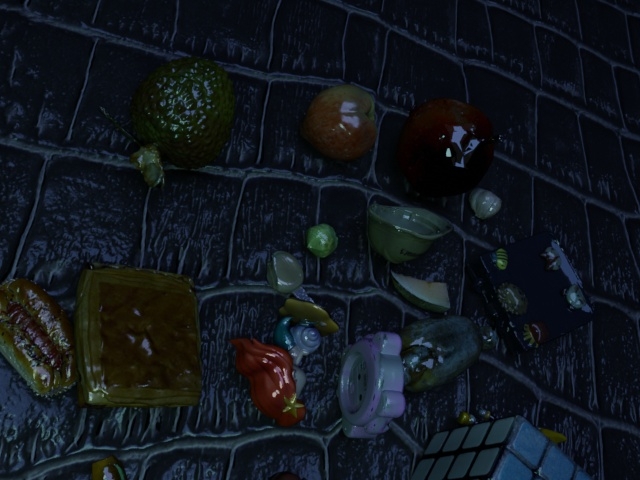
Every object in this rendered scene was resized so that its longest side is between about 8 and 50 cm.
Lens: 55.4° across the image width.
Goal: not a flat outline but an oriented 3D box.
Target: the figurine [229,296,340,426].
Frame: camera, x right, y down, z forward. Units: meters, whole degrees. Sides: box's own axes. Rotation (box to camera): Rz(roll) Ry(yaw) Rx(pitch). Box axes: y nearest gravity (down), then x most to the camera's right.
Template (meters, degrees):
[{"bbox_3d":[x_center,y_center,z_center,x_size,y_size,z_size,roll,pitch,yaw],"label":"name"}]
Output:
[{"bbox_3d":[-0.090,0.272,1.399,0.208,0.181,0.257,57,48,-39],"label":"figurine"}]

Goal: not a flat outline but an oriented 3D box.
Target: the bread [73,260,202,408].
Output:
[{"bbox_3d":[-0.394,0.213,1.276,0.277,0.167,0.325,14,46,-39],"label":"bread"}]

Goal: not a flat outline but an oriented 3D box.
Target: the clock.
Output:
[{"bbox_3d":[0.117,0.329,1.405,0.090,0.248,0.228,8,62,-18],"label":"clock"}]

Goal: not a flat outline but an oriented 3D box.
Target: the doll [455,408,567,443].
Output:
[{"bbox_3d":[0.489,0.524,1.563,0.316,0.103,0.146,23,62,-6],"label":"doll"}]

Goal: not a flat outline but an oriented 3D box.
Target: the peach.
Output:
[{"bbox_3d":[0.049,-0.336,1.758,0.232,0.232,0.233,10,62,-19],"label":"peach"}]

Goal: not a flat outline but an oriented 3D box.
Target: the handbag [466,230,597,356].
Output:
[{"bbox_3d":[0.618,0.149,1.797,0.329,0.122,0.303,-16,73,-28],"label":"handbag"}]

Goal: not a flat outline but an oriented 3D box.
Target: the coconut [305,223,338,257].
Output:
[{"bbox_3d":[0.000,0.000,1.617,0.096,0.088,0.088,-31,81,-38],"label":"coconut"}]

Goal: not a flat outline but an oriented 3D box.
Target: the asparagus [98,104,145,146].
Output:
[{"bbox_3d":[-0.513,-0.290,1.574,0.163,0.016,0.016,42,82,0],"label":"asparagus"}]

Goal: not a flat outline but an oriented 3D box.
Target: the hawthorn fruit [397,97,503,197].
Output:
[{"bbox_3d":[0.363,-0.268,1.798,0.316,0.316,0.316,10,62,-19],"label":"hawthorn fruit"}]

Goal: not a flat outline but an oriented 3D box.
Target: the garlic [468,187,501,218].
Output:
[{"bbox_3d":[0.511,-0.122,1.910,0.094,0.074,0.113,-42,44,-13],"label":"garlic"}]

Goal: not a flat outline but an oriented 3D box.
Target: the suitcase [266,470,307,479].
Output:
[{"bbox_3d":[-0.056,0.643,1.221,0.297,0.161,0.236,49,56,4],"label":"suitcase"}]

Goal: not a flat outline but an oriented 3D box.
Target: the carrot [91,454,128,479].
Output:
[{"bbox_3d":[-0.379,0.549,1.186,0.070,0.070,0.260,-20,77,-30],"label":"carrot"}]

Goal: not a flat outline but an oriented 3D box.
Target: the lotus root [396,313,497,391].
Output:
[{"bbox_3d":[0.303,0.281,1.570,0.349,0.175,0.175,-11,70,-32],"label":"lotus root"}]

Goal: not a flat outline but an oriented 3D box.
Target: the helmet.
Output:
[{"bbox_3d":[0.228,-0.006,1.691,0.257,0.137,0.204,3,25,-31],"label":"helmet"}]

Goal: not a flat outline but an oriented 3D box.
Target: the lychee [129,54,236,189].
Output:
[{"bbox_3d":[-0.342,-0.302,1.509,0.320,0.270,0.270,-37,82,5],"label":"lychee"}]

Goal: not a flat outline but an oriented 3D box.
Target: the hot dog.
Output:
[{"bbox_3d":[-0.587,0.197,1.261,0.144,0.075,0.268,-33,80,-33],"label":"hot dog"}]

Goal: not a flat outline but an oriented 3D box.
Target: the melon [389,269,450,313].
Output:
[{"bbox_3d":[0.271,0.139,1.687,0.182,0.054,0.098,14,55,-18],"label":"melon"}]

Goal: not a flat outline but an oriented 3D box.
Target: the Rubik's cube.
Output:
[{"bbox_3d":[0.387,0.630,1.317,0.344,0.344,0.337,40,57,-1],"label":"Rubik's cube"}]

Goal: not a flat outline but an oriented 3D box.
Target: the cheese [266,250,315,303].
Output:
[{"bbox_3d":[-0.079,0.107,1.548,0.092,0.047,0.171,-12,71,-28],"label":"cheese"}]
